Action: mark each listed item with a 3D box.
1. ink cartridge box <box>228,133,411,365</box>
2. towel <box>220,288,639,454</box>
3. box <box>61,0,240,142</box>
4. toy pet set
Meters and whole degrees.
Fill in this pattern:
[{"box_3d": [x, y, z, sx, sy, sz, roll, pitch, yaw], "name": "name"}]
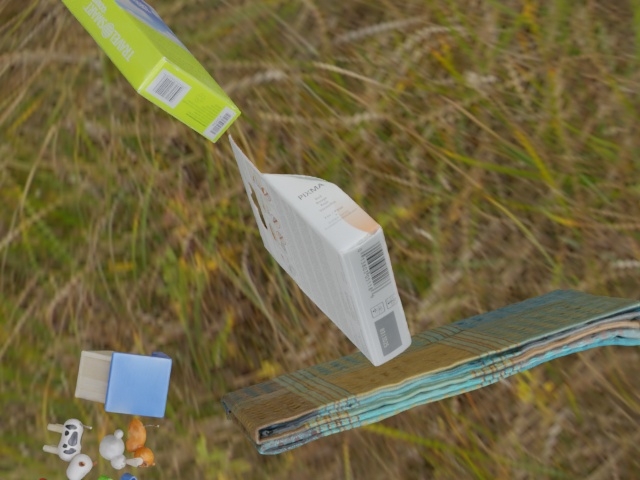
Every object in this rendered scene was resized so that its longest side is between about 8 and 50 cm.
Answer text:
[{"box_3d": [0.000, 0.000, 1.572, 0.045, 0.179, 0.145, -30, 138, -12], "name": "ink cartridge box"}, {"box_3d": [0.099, 0.119, 1.806, 0.370, 0.271, 0.040, -17, 94, -8], "name": "towel"}, {"box_3d": [-0.151, -0.166, 1.674, 0.042, 0.178, 0.109, -48, 138, 8], "name": "box"}, {"box_3d": [-0.137, 0.136, 1.392, 0.065, 0.122, 0.114, 10, 92, 28], "name": "toy pet set"}]
